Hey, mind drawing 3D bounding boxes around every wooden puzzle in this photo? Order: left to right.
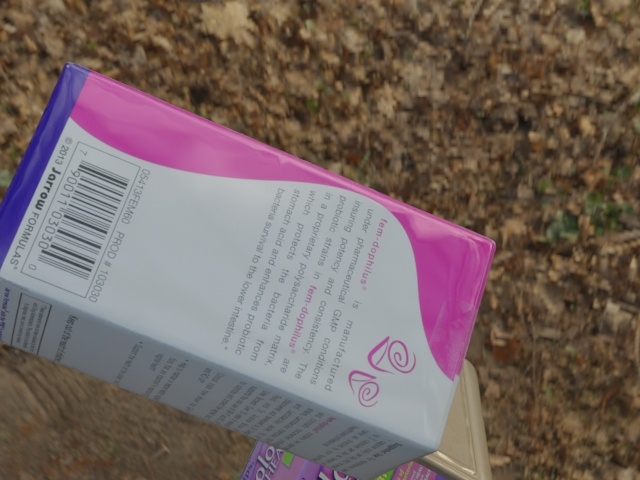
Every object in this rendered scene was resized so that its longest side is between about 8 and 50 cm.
[{"bbox_3d":[0.064,0.136,1.237,0.239,0.221,0.044,35,113,-15],"label":"wooden puzzle"}]

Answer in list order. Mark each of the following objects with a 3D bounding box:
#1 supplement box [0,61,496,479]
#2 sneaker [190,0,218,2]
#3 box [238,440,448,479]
[{"bbox_3d":[-0.044,0.023,0.630,0.220,0.114,0.111,23,67,-7],"label":"supplement box"},{"bbox_3d":[-0.174,-0.290,1.037,0.281,0.115,0.105,47,48,1],"label":"sneaker"},{"bbox_3d":[0.031,0.322,1.670,0.117,0.243,0.213,9,70,56],"label":"box"}]
